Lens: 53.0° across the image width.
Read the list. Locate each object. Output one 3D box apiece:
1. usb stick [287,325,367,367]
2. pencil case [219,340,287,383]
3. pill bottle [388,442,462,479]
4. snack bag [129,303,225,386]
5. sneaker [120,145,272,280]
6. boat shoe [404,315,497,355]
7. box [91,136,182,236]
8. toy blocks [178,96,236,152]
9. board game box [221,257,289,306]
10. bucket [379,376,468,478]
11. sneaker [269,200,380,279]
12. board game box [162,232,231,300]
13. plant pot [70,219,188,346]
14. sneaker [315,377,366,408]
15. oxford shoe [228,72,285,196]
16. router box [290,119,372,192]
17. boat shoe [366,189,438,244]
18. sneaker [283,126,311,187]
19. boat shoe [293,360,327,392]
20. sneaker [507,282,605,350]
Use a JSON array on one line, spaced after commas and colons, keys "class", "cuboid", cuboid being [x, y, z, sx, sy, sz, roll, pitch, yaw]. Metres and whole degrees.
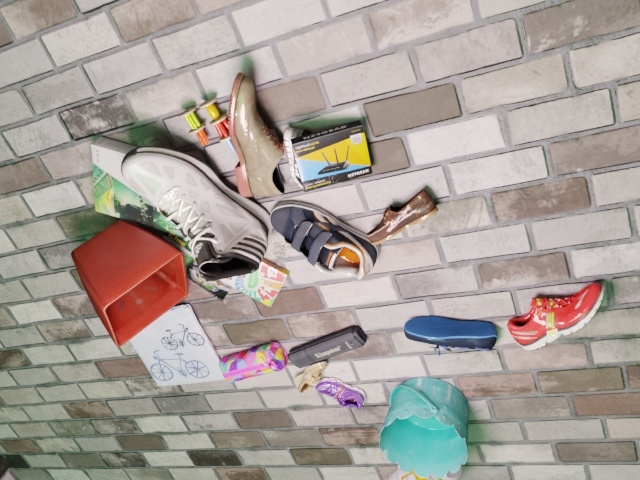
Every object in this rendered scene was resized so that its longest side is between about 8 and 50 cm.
[{"class": "usb stick", "cuboid": [0.017, 0.335, 2.002, 0.277, 0.045, 0.077, -26, 112, 31]}, {"class": "pencil case", "cuboid": [-0.220, 0.399, 2.097, 0.236, 0.104, 0.104, -22, 114, 31]}, {"class": "pill bottle", "cuboid": [0.340, 0.773, 2.136, 0.136, 0.136, 0.246, 38, 127, -9]}, {"class": "snack bag", "cuboid": [-0.509, 0.365, 2.212, 0.322, 0.037, 0.343, -11, 120, 24]}, {"class": "sneaker", "cuboid": [-0.323, -0.062, 1.659, 0.447, 0.258, 0.169, 30, 122, -20]}, {"class": "boat shoe", "cuboid": [0.363, 0.281, 1.810, 0.258, 0.109, 0.089, 6, 128, 17]}, {"class": "box", "cuboid": [-0.496, -0.147, 1.841, 0.321, 0.058, 0.232, 17, 127, 8]}, {"class": "toy blocks", "cuboid": [-0.283, -0.285, 1.675, 0.123, 0.054, 0.148, -17, 117, 27]}, {"class": "board game box", "cuboid": [-0.233, 0.085, 1.905, 0.259, 0.039, 0.124, 29, 113, -1]}, {"class": "bucket", "cuboid": [0.324, 0.568, 1.971, 0.280, 0.183, 0.281, 9, 125, 13]}, {"class": "sneaker", "cuboid": [0.000, 0.000, 1.731, 0.320, 0.127, 0.126, 22, 129, 5]}, {"class": "board game box", "cuboid": [-0.377, 0.070, 1.968, 0.259, 0.030, 0.136, 35, 129, -7]}, {"class": "plant pot", "cuboid": [-0.574, 0.101, 1.890, 0.235, 0.267, 0.267, 42, 152, 18]}, {"class": "sneaker", "cuboid": [0.062, 0.498, 2.084, 0.169, 0.071, 0.068, 14, 127, 10]}, {"class": "oxford shoe", "cuboid": [-0.151, -0.259, 1.616, 0.130, 0.123, 0.348, 6, 135, 10]}, {"class": "router box", "cuboid": [0.028, -0.207, 1.583, 0.178, 0.046, 0.133, -16, 119, -2]}, {"class": "boat shoe", "cuboid": [0.200, -0.062, 1.654, 0.207, 0.073, 0.073, -31, 108, 26]}, {"class": "sneaker", "cuboid": [-0.038, -0.210, 1.635, 0.074, 0.063, 0.171, -1, 118, 27]}, {"class": "boat shoe", "cuboid": [-0.025, 0.442, 2.070, 0.170, 0.063, 0.059, -47, 57, 44]}, {"class": "sneaker", "cuboid": [0.603, 0.187, 1.667, 0.118, 0.107, 0.279, 46, 123, -3]}]
